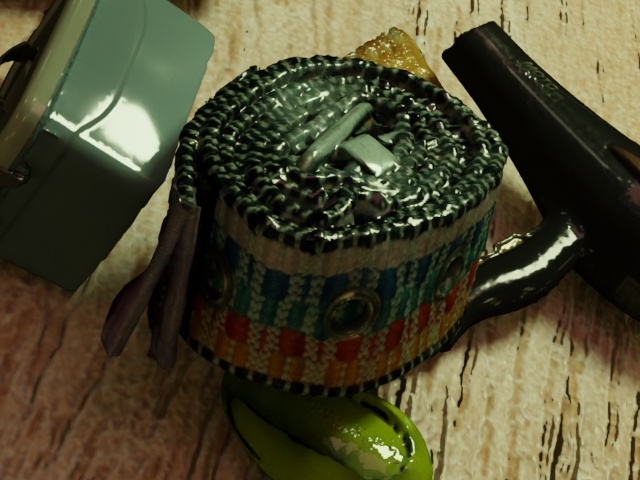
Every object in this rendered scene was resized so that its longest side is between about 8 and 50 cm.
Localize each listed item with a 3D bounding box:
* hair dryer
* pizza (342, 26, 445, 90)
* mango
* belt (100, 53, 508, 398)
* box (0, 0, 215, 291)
[{"bbox_3d":[0.124,-0.005,1.427,0.359,0.120,0.304,-32,76,-34],"label":"hair dryer"},{"bbox_3d":[0.063,-0.113,1.543,0.099,0.036,0.160,3,47,-27],"label":"pizza"},{"bbox_3d":[0.001,0.132,1.245,0.165,0.074,0.091,32,40,27],"label":"mango"},{"bbox_3d":[0.000,0.000,1.256,0.206,0.161,0.295,22,32,10],"label":"belt"},{"bbox_3d":[-0.172,-0.085,1.301,0.130,0.162,0.227,30,41,-15],"label":"box"}]
